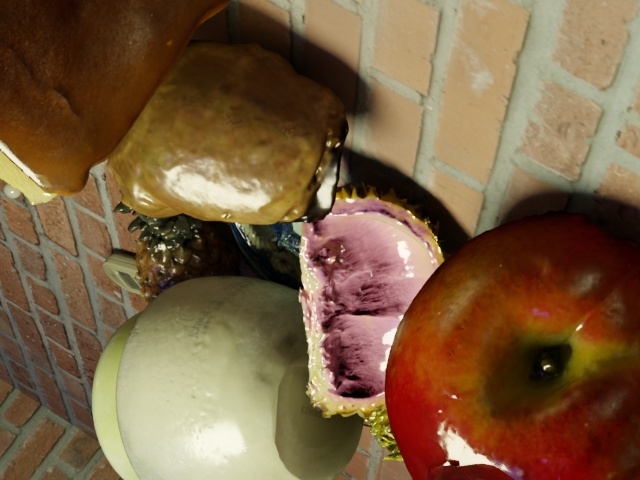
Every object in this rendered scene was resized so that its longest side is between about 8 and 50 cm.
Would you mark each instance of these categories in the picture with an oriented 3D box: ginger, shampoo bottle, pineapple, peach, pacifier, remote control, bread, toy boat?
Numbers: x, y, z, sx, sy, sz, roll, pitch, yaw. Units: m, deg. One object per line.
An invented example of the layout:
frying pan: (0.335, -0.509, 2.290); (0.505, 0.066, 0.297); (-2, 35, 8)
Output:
ginger: (-0.117, -0.120, 1.718); (0.223, 0.200, 0.269); (5, 180, -25)
shampoo bottle: (-0.113, 0.204, 2.040); (0.317, 0.322, 0.322); (-11, 131, 39)
pineapple: (-0.200, -0.006, 2.186); (0.158, 0.158, 0.278); (20, 140, 33)
peach: (0.231, 0.173, 1.667); (0.335, 0.310, 0.406); (24, 149, 8)
pacifier: (-0.462, -0.096, 2.436); (0.081, 0.078, 0.099); (46, 168, 38)
remote control: (-0.268, 0.063, 2.517); (0.221, 0.042, 0.078); (14, 150, 44)
bread: (-0.283, -0.255, 1.549); (0.323, 0.333, 0.143); (44, 159, -27)
toy boat: (-0.028, -0.012, 2.006); (0.210, 0.070, 0.291); (27, 153, 9)

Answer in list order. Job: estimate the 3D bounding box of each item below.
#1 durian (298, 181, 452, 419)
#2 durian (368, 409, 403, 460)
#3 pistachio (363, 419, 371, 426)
durian: (0.068, 0.062, 1.865); (0.191, 0.112, 0.341); (-4, 116, 3)
durian: (0.160, 0.222, 2.016); (0.200, 0.176, 0.237); (-18, 168, 23)
pistachio: (0.049, 0.223, 2.372); (0.090, 0.049, 0.173); (-7, 136, 24)
